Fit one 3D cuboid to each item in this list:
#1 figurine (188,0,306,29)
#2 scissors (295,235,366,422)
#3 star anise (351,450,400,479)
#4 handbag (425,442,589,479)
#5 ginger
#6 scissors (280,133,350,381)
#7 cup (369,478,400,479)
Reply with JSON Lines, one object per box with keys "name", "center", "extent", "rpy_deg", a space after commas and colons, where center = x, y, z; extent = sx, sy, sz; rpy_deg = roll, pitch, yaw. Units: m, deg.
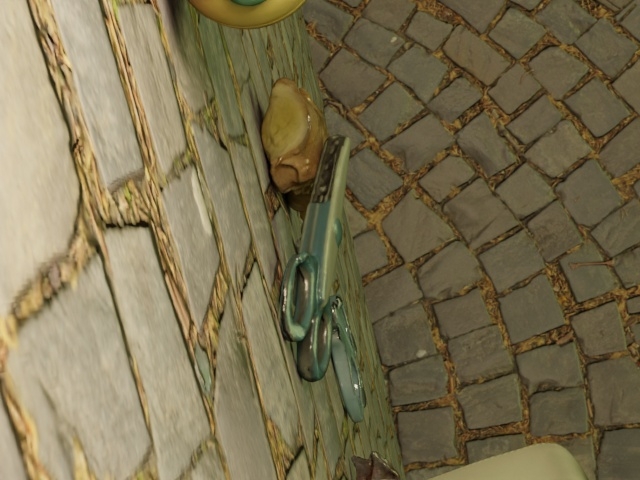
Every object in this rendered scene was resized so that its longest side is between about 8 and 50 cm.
{"name": "figurine", "center": [-0.084, -0.308, 0.806], "extent": [0.222, 0.124, 0.324], "rpy_deg": [1, 74, -82]}
{"name": "scissors", "center": [0.015, 0.097, 1.474], "extent": [0.360, 0.029, 0.191], "rpy_deg": [72, 8, -54]}
{"name": "star anise", "center": [0.085, 0.341, 1.363], "extent": [0.195, 0.065, 0.182], "rpy_deg": [130, -53, -85]}
{"name": "handbag", "center": [0.134, 0.298, 0.942], "extent": [0.079, 0.256, 0.219], "rpy_deg": [-89, 158, -69]}
{"name": "ginger", "center": [-0.022, -0.106, 1.299], "extent": [0.213, 0.074, 0.137], "rpy_deg": [53, 42, -72]}
{"name": "scissors", "center": [0.000, 0.000, 1.148], "extent": [0.138, 0.041, 0.289], "rpy_deg": [67, 27, -48]}
{"name": "cup", "center": [0.064, 0.320, 1.244], "extent": [0.100, 0.078, 0.077], "rpy_deg": [121, -28, -49]}
